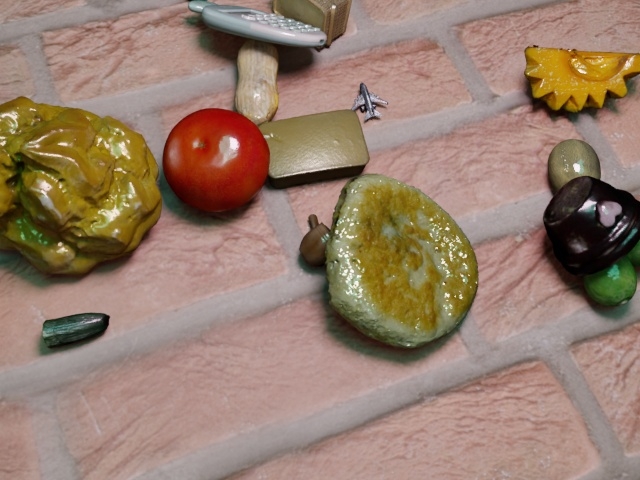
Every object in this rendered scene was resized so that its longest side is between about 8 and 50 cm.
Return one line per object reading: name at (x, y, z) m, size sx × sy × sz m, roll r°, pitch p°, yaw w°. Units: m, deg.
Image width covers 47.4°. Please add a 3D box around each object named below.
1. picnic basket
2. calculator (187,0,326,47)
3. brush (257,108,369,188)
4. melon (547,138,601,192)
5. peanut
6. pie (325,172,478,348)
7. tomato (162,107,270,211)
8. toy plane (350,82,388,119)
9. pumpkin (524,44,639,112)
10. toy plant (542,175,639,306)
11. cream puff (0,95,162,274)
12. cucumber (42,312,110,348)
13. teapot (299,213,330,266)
picnic basket at (-0.020, -0.490, 1.509) m, size 0.079 × 0.115 × 0.164 m, roll -40°, pitch 74°, yaw -23°
calculator at (-0.128, -0.430, 1.451) m, size 0.295 × 0.042 × 0.184 m, roll 21°, pitch 25°, yaw 20°
brush at (-0.015, -0.173, 1.382) m, size 0.197 × 0.059 × 0.123 m, roll -10°, pitch 68°, yaw -10°
melon at (0.487, -0.134, 1.400) m, size 0.098 × 0.098 × 0.130 m, roll 3°, pitch 60°, yaw -5°
peanut at (-0.124, -0.309, 1.424) m, size 0.087 × 0.087 × 0.206 m, roll 2°, pitch 64°, yaw -6°
pie at (0.142, 0.035, 1.269) m, size 0.323 × 0.070 × 0.323 m, roll 11°, pitch 63°, yaw -23°
tomato at (-0.187, -0.144, 1.291) m, size 0.195 × 0.136 × 0.195 m, roll -2°, pitch 77°, yaw 10°
toy plane at (0.094, -0.280, 1.464) m, size 0.079 × 0.031 × 0.083 m, roll -14°, pitch 66°, yaw -13°
pumpkin at (0.525, -0.335, 1.521) m, size 0.254 × 0.149 × 0.130 m, roll 1°, pitch 103°, yaw -4°
toy plant at (0.521, -0.004, 1.312) m, size 0.235 × 0.175 × 0.218 m, roll 43°, pitch 71°, yaw -16°
cream puff at (-0.431, -0.113, 1.201) m, size 0.325 × 0.257 × 0.291 m, roll 27°, pitch 68°, yaw 7°
cucumber at (-0.395, 0.143, 1.190) m, size 0.105 × 0.048 × 0.048 m, roll -11°, pitch 65°, yaw -14°
teapot at (0.000, 0.000, 1.310) m, size 0.080 × 0.085 × 0.110 m, roll -38°, pitch 42°, yaw 1°
